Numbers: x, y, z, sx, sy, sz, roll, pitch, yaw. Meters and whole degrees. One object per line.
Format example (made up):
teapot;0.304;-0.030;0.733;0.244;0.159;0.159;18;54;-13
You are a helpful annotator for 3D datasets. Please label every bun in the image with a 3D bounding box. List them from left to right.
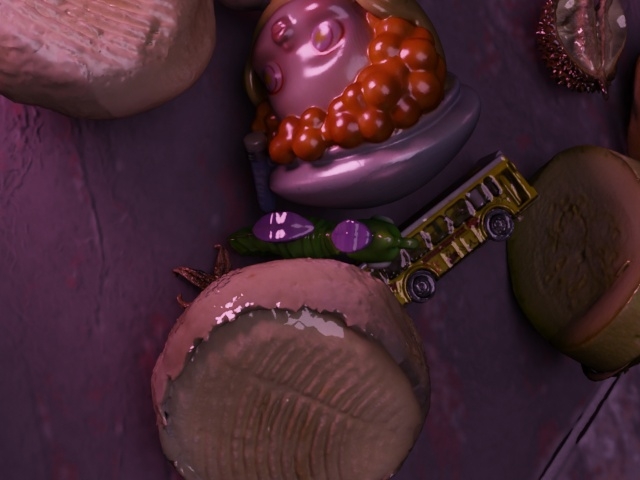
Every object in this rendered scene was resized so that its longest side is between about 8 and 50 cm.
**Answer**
bun;-0.210;-0.212;1.484;0.259;0.160;0.259;6;67;-15
bun;-0.028;0.121;1.507;0.259;0.152;0.259;0;119;1

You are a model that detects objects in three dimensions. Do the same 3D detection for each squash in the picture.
squash;0.278;0.020;1.609;0.133;0.220;0.220;26;76;-19

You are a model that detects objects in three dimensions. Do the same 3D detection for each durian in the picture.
durian;0.266;-0.198;1.705;0.110;0.071;0.140;1;68;-26

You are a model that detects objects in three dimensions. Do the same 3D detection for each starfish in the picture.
starfish;-0.092;0.044;1.570;0.091;0.028;0.078;-25;92;-26

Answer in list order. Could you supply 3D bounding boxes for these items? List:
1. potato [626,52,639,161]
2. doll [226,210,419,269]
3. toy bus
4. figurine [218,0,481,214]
potato;0.397;-0.123;1.712;0.154;0.137;0.200;-2;87;-20
doll;0.000;0.000;1.533;0.190;0.115;0.050;1;79;24
toy bus;0.108;0.007;1.625;0.226;0.081;0.074;-38;93;-17
figurine;0.028;-0.216;1.545;0.205;0.224;0.382;4;76;-53
